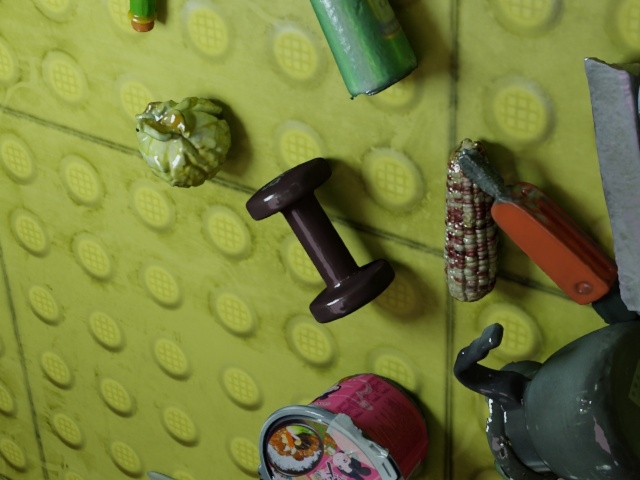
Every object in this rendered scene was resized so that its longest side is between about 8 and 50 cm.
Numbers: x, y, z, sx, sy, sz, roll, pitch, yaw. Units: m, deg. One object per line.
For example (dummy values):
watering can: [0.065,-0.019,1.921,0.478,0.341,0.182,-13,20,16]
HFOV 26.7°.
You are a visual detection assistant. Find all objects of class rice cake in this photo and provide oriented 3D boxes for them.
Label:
rice cake: [0.387,-0.065,1.667,0.073,0.056,0.365,3,120,38]

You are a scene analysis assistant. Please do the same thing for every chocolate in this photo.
chocolate: [0.026,-0.334,1.757,0.110,0.110,0.291,-14,106,45]

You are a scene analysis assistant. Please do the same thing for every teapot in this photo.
teapot: [0.316,0.232,1.780,0.285,0.305,0.223,-21,68,53]

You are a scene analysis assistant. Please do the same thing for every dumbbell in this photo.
dumbbell: [0.000,0.000,1.977,0.124,0.140,0.225,-26,101,36]

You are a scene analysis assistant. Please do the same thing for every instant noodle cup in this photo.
instant noodle cup: [0.057,0.326,2.122,0.302,0.181,0.258,-6,114,42]

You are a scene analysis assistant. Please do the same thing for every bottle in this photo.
bottle: [-0.263,-0.393,1.979,0.069,0.069,0.187,28,136,23]

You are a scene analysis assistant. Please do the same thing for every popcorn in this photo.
popcorn: [-0.207,-0.149,2.053,0.141,0.162,0.135,-5,83,3]

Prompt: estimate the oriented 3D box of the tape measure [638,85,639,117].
tape measure: [0.452,-0.160,1.514,0.182,0.107,0.181,34,128,13]

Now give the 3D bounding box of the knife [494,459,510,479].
knife: [0.387,0.403,2.020,0.293,0.020,0.043,27,134,25]

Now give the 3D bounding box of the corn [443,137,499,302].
corn: [0.203,-0.027,1.838,0.079,0.079,0.237,13,123,33]

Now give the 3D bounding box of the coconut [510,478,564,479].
coconut: [0.342,0.355,1.963,0.124,0.110,0.110,20,130,38]

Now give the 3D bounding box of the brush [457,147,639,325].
brush: [0.301,-0.007,1.769,0.323,0.051,0.070,44,144,-9]

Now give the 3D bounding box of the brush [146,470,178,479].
brush: [-0.223,0.490,2.585,0.299,0.039,0.042,17,125,35]
